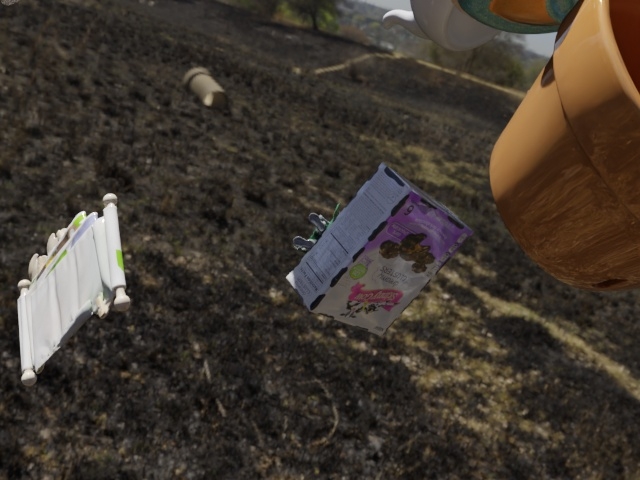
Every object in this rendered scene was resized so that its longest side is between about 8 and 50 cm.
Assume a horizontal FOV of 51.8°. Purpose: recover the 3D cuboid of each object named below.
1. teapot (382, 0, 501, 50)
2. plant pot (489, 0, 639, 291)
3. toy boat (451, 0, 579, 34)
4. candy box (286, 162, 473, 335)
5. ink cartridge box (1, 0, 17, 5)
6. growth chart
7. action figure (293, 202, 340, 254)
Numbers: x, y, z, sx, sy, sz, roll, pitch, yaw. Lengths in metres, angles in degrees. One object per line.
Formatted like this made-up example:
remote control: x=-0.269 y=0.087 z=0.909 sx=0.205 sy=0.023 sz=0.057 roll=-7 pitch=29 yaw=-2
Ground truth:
teapot: x=0.256 y=-0.487 z=1.183 sx=0.256 sy=0.252 sz=0.187 roll=-28 pitch=64 yaw=-11
plant pot: x=0.298 y=-0.078 z=0.603 sx=0.291 sy=0.203 sz=0.290 roll=11 pitch=60 yaw=-20
toy boat: x=0.241 y=-0.330 z=0.680 sx=0.268 sy=0.148 sz=0.318 roll=-15 pitch=-33 yaw=29
candy box: x=0.080 y=0.020 z=0.861 sx=0.165 sy=0.196 sz=0.070 roll=25 pitch=19 yaw=-47
ink cartridge box: x=-0.257 y=-0.300 z=0.537 sx=0.060 sy=0.180 sz=0.104 roll=32 pitch=52 yaw=16
growth chart: x=-0.283 y=0.052 z=0.730 sx=0.021 sy=0.237 sz=0.171 roll=20 pitch=45 yaw=-41
action figure: x=0.000 y=0.000 z=1.227 sx=0.064 sy=0.137 sz=0.232 roll=35 pitch=-2 yaw=9
